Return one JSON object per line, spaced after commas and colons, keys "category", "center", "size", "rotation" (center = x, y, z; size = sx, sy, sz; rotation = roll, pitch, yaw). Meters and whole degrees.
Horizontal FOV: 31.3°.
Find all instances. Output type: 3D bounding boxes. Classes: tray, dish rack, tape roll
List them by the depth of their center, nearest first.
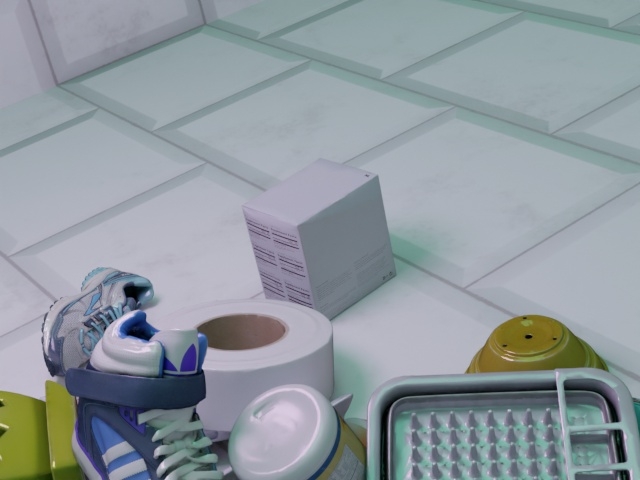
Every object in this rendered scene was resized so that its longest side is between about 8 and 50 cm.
{"category": "dish rack", "center": [0.224, 0.296, 1.400], "size": [0.332, 0.072, 0.286], "rotation": [-2, 50, 6]}
{"category": "tray", "center": [-0.070, 0.292, 1.554], "size": [0.270, 0.030, 0.145], "rotation": [-32, -6, -9]}
{"category": "tape roll", "center": [-0.120, 0.180, 1.725], "size": [0.286, 0.100, 0.286], "rotation": [-2, 18, 1]}

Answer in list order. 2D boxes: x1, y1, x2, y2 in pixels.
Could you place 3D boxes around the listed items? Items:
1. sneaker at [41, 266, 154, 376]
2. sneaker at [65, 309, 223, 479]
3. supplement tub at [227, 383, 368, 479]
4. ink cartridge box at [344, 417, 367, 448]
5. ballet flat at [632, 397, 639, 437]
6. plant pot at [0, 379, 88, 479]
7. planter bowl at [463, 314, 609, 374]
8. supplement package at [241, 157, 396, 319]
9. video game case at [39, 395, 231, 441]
{"category": "sneaker", "center": [-0.382, 0.133, 1.976], "size": [0.122, 0.110, 0.283], "rotation": [2, 32, 18]}
{"category": "sneaker", "center": [-0.178, 0.227, 1.359], "size": [0.130, 0.236, 0.323], "rotation": [-4, 33, -44]}
{"category": "supplement tub", "center": [-0.012, 0.288, 1.430], "size": [0.144, 0.200, 0.144], "rotation": [-17, 44, 18]}
{"category": "ink cartridge box", "center": [0.095, 0.277, 1.597], "size": [0.145, 0.045, 0.179], "rotation": [19, 44, 42]}
{"category": "ballet flat", "center": [0.356, 0.249, 1.514], "size": [0.221, 0.079, 0.077], "rotation": [-6, 74, 14]}
{"category": "plant pot", "center": [-0.412, 0.332, 1.528], "size": [0.207, 0.227, 0.228], "rotation": [-11, 31, -10]}
{"category": "planter bowl", "center": [0.305, 0.170, 1.652], "size": [0.217, 0.090, 0.217], "rotation": [-10, 30, 6]}
{"category": "supplement package", "center": [0.000, 0.000, 1.956], "size": [0.194, 0.203, 0.149], "rotation": [-32, 35, -32]}
{"category": "video game case", "center": [-0.265, 0.260, 1.685], "size": [0.227, 0.026, 0.206], "rotation": [12, 6, 38]}
